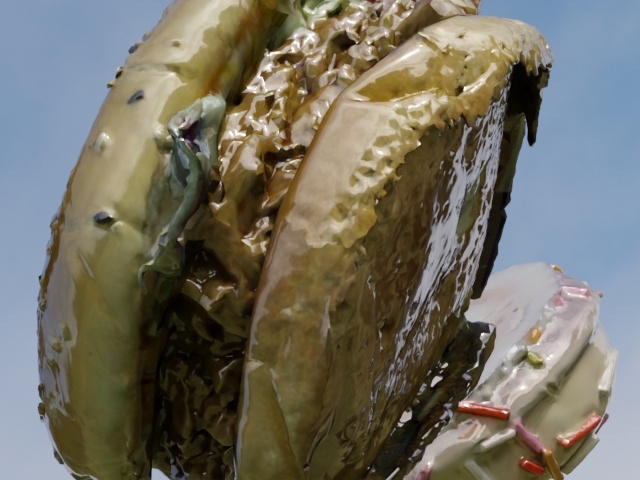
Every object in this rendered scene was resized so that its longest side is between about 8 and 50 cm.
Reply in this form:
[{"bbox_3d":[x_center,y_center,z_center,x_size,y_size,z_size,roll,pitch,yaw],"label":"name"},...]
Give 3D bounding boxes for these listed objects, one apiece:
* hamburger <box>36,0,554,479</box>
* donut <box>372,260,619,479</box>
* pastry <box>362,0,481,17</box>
[{"bbox_3d":[-0.003,-0.011,0.992,0.318,0.195,0.277,-36,-41,-55],"label":"hamburger"},{"bbox_3d":[0.126,0.174,1.757,0.382,0.142,0.382,-35,11,8],"label":"donut"},{"bbox_3d":[0.064,-0.233,1.791,0.182,0.192,0.093,21,-28,-11],"label":"pastry"}]
